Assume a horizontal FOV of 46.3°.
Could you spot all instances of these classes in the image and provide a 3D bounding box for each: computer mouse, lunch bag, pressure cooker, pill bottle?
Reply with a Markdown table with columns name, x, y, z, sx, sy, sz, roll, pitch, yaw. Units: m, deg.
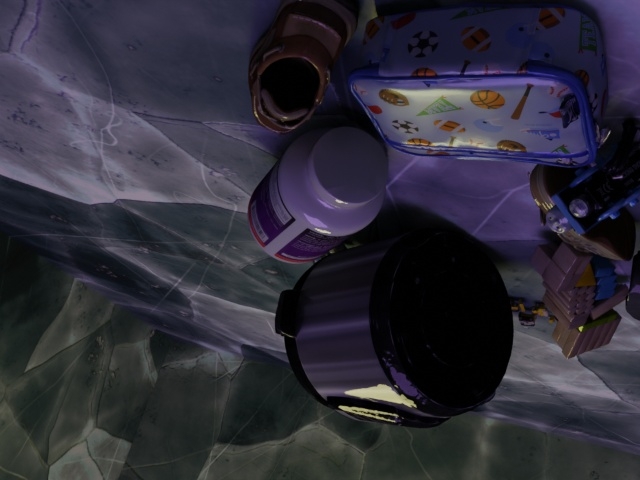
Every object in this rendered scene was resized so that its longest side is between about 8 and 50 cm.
| name | x | y | z | sx | sy | sz | roll | pitch | yaw |
| --- | --- | --- | --- | --- | --- | --- | --- | --- | --- |
| computer mouse | 0.396 | -0.152 | 0.871 | 0.042 | 0.106 | 0.193 | 37 | 149 | 5 |
| lunch bag | 0.204 | -0.177 | 0.923 | 0.303 | 0.115 | 0.243 | 9 | 161 | 27 |
| pressure cooker | 0.136 | 0.181 | 1.545 | 0.420 | 0.375 | 0.369 | -15 | 110 | 51 |
| pill bottle | -0.005 | -0.077 | 1.270 | 0.182 | 0.181 | 0.323 | 23 | 160 | -13 |

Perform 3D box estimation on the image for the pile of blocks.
| name | x | y | z | sx | sy | sz | roll | pitch | yaw |
| --- | --- | --- | --- | --- | --- | --- | --- | --- | --- |
| pile of blocks | 0.486 | 0.083 | 1.419 | 0.112 | 0.149 | 0.362 | 58 | 179 | 41 |

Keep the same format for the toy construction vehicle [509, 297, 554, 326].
| name | x | y | z | sx | sy | sz | roll | pitch | yaw |
| --- | --- | --- | --- | --- | --- | --- | --- | --- | --- |
| toy construction vehicle | 0.478 | 0.159 | 1.707 | 0.098 | 0.035 | 0.086 | 2 | 144 | 33 |

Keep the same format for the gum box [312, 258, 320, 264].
| name | x | y | z | sx | sy | sz | roll | pitch | yaw |
| --- | --- | --- | --- | --- | --- | --- | --- | --- | --- |
| gum box | 0.078 | 0.078 | 1.821 | 0.184 | 0.041 | 0.157 | 15 | 160 | 11 |

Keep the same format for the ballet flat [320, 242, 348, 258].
| name | x | y | z | sx | sy | sz | roll | pitch | yaw |
| --- | --- | --- | --- | --- | --- | --- | --- | --- | --- |
| ballet flat | 0.000 | 0.000 | 1.657 | 0.188 | 0.070 | 0.070 | 23 | 160 | -23 |

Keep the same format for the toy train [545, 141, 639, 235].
| name | x | y | z | sx | sy | sz | roll | pitch | yaw |
| --- | --- | --- | --- | --- | --- | --- | --- | --- | --- |
| toy train | 0.371 | -0.064 | 0.995 | 0.080 | 0.184 | 0.105 | 53 | 143 | 8 |

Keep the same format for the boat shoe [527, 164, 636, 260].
| name | x | y | z | sx | sy | sz | roll | pitch | yaw |
| --- | --- | --- | --- | --- | --- | --- | --- | --- | --- |
| boat shoe | 0.386 | -0.038 | 1.140 | 0.089 | 0.104 | 0.285 | -1 | 155 | 46 |

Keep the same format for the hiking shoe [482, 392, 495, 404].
| name | x | y | z | sx | sy | sz | roll | pitch | yaw |
| --- | --- | --- | --- | --- | --- | --- | --- | --- | --- |
| hiking shoe | 0.313 | 0.261 | 1.814 | 0.304 | 0.113 | 0.132 | 37 | 142 | 41 |

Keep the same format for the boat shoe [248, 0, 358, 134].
| name | x | y | z | sx | sy | sz | roll | pitch | yaw |
| --- | --- | --- | --- | --- | --- | --- | --- | --- | --- |
| boat shoe | -0.047 | -0.218 | 1.018 | 0.123 | 0.119 | 0.324 | 21 | 160 | -6 |

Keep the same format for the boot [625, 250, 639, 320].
| name | x | y | z | sx | sy | sz | roll | pitch | yaw |
| --- | --- | --- | --- | --- | --- | --- | --- | --- | --- |
| boot | 0.685 | 0.090 | 1.092 | 0.445 | 0.146 | 0.367 | 19 | 166 | 25 |
